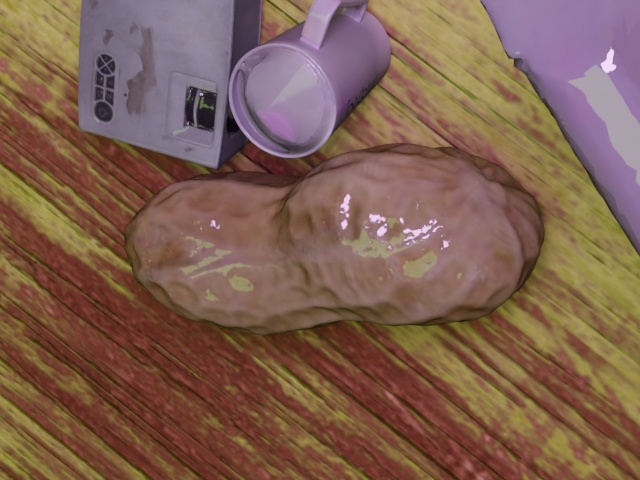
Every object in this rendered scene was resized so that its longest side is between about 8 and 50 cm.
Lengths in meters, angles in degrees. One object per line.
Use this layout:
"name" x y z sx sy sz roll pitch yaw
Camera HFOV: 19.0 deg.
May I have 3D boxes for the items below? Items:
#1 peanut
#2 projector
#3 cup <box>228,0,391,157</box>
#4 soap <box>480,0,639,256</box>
"peanut" 0.000 0.000 1.272 0.298 0.120 0.136 -6 143 29
"projector" -0.100 -0.136 1.298 0.115 0.061 0.147 18 121 19
"cup" 0.000 -0.118 1.223 0.074 0.116 0.104 26 124 14
"soap" 0.309 -0.021 0.964 0.213 0.350 0.435 -30 91 26
